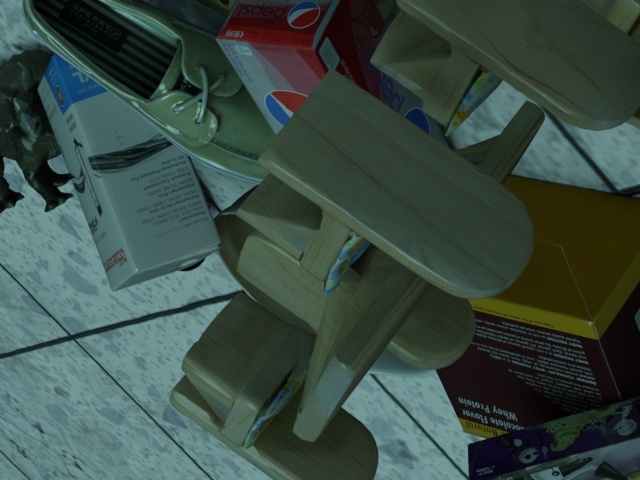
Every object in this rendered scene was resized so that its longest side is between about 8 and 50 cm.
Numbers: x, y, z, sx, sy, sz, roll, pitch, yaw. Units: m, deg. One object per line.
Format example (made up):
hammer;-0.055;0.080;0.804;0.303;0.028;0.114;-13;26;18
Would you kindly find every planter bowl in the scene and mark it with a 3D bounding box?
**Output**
planter bowl;0.000;0.000;1.694;0.162;0.109;0.162;33;154;19

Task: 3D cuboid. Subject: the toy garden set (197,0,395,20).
toy garden set;-0.026;-0.222;1.469;0.204;0.049;0.244;27;150;21

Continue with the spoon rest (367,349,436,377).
spoon rest;0.069;0.093;1.753;0.276;0.137;0.084;-28;73;56

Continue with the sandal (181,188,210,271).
sandal;-0.133;-0.033;1.857;0.040;0.067;0.179;11;140;22

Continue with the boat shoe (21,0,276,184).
boat shoe;-0.117;-0.128;1.592;0.302;0.109;0.094;27;-171;-3

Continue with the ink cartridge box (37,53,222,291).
ink cartridge box;-0.171;-0.067;1.710;0.148;0.086;0.203;149;101;-74

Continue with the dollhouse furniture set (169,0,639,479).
dollhouse furniture set;0.136;-0.022;1.208;0.256;0.394;0.362;35;152;6

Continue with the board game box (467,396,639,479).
board game box;0.311;0.191;1.486;0.347;0.056;0.208;-18;133;18

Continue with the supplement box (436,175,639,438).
supplement box;0.193;0.068;1.552;0.191;0.129;0.194;12;142;39

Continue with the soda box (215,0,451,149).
soda box;0.019;-0.102;1.500;0.092;0.083;0.263;10;151;30

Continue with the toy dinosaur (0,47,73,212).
toy dinosaur;-0.307;-0.112;1.921;0.313;0.121;0.160;0;121;56
